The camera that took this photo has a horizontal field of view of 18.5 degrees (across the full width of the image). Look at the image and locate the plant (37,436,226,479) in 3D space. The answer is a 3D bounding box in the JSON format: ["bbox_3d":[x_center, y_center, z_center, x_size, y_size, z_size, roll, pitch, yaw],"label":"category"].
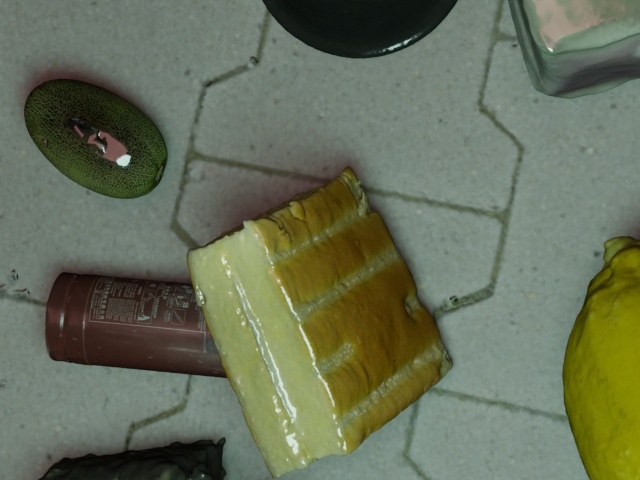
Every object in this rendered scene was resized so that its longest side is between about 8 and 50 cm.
[{"bbox_3d":[-0.139,0.294,1.929,0.276,0.199,0.188,0,92,17],"label":"plant"}]

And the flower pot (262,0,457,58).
[{"bbox_3d":[0.030,-0.307,1.947,0.235,0.148,0.235,-1,87,9],"label":"flower pot"}]

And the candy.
[{"bbox_3d":[0.237,-0.329,1.884,0.145,0.208,0.358,-12,85,3],"label":"candy"}]

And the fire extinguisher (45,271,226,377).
[{"bbox_3d":[-0.137,0.094,1.984,0.269,0.105,0.104,6,89,9],"label":"fire extinguisher"}]

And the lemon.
[{"bbox_3d":[0.359,0.161,1.815,0.316,0.285,0.285,39,95,41],"label":"lemon"}]

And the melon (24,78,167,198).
[{"bbox_3d":[-0.231,-0.105,2.010,0.162,0.099,0.099,32,93,9],"label":"melon"}]

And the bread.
[{"bbox_3d":[0.003,0.069,1.883,0.111,0.246,0.239,-21,93,32],"label":"bread"}]
